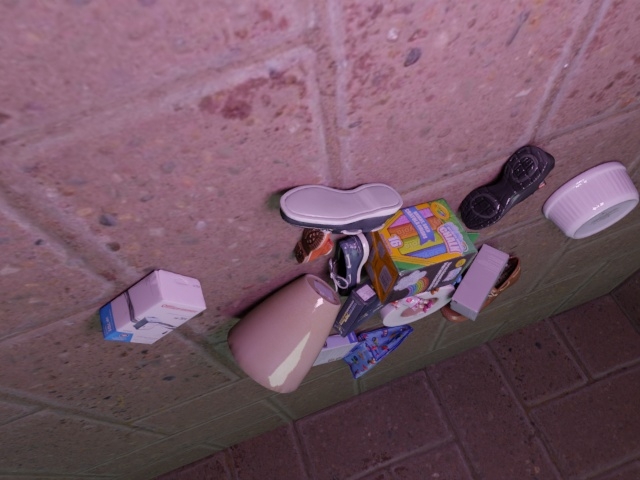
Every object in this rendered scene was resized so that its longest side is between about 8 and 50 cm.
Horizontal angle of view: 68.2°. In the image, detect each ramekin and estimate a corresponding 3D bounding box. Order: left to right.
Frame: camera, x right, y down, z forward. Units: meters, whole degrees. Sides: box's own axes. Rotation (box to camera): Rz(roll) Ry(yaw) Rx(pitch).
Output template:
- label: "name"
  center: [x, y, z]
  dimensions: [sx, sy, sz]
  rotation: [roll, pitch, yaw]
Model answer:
- label: "ramekin"
  center: [0.862, -0.115, 1.497]
  dimensions: [0.273, 0.127, 0.272]
  rotation: [-18, 152, -10]

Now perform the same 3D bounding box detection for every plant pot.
- label: "plant pot"
  center: [-0.076, 0.234, 1.325]
  dimensions: [0.274, 0.256, 0.257]
  rotation: [-50, 146, 14]

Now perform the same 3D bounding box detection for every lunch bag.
- label: "lunch bag"
  center: [0.270, 0.469, 2.130]
  dimensions: [0.293, 0.138, 0.221]
  rotation: [-19, 155, -36]

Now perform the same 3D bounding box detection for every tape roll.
- label: "tape roll"
  center: [0.332, 0.200, 1.689]
  dimensions: [0.286, 0.100, 0.286]
  rotation: [-18, 153, -10]

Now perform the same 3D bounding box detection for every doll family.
- label: "doll family"
  center: [0.303, 0.110, 1.471]
  dimensions: [0.163, 0.118, 0.263]
  rotation: [20, 135, -10]

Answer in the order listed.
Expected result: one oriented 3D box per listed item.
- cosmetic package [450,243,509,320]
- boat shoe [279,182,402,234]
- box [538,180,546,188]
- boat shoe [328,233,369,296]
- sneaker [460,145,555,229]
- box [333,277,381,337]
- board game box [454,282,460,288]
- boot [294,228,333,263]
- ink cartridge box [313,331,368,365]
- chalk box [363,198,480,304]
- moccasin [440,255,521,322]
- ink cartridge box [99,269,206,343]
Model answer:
- label: "cosmetic package"
  center: [0.550, 0.147, 1.643]
  dimensions: [0.237, 0.107, 0.127]
  rotation: [-59, 157, -13]
- label: "boat shoe"
  center: [0.042, -0.054, 0.997]
  dimensions: [0.303, 0.114, 0.091]
  rotation: [-4, 141, -32]
- label: "box"
  center: [0.557, -0.141, 1.326]
  dimensions: [0.137, 0.027, 0.094]
  rotation: [-36, 151, 23]
- label: "boat shoe"
  center: [0.067, 0.077, 1.271]
  dimensions: [0.079, 0.095, 0.254]
  rotation: [-15, 151, -19]
- label: "sneaker"
  center: [0.493, -0.123, 1.235]
  dimensions: [0.130, 0.109, 0.286]
  rotation: [-6, 151, -42]
- label: "box"
  center: [0.151, 0.162, 1.360]
  dimensions: [0.233, 0.059, 0.183]
  rotation: [-28, 155, -39]
- label: "board game box"
  center: [0.437, 0.228, 1.898]
  dimensions: [0.260, 0.030, 0.136]
  rotation: [-29, 154, 12]
- label: "boot"
  center: [0.000, 0.000, 1.131]
  dimensions: [0.085, 0.059, 0.158]
  rotation: [-12, 159, -27]
- label: "ink cartridge box"
  center: [0.022, 0.452, 1.946]
  dimensions: [0.311, 0.065, 0.185]
  rotation: [-3, 147, -28]
- label: "chalk box"
  center: [0.273, 0.021, 1.241]
  dimensions: [0.289, 0.179, 0.180]
  rotation: [-15, 151, -18]
- label: "moccasin"
  center: [0.617, 0.182, 1.802]
  dimensions: [0.380, 0.139, 0.147]
  rotation: [-26, 143, -13]
- label: "ink cartridge box"
  center: [-0.384, 0.157, 1.088]
  dimensions: [0.191, 0.082, 0.140]
  rotation: [-32, 152, 19]
